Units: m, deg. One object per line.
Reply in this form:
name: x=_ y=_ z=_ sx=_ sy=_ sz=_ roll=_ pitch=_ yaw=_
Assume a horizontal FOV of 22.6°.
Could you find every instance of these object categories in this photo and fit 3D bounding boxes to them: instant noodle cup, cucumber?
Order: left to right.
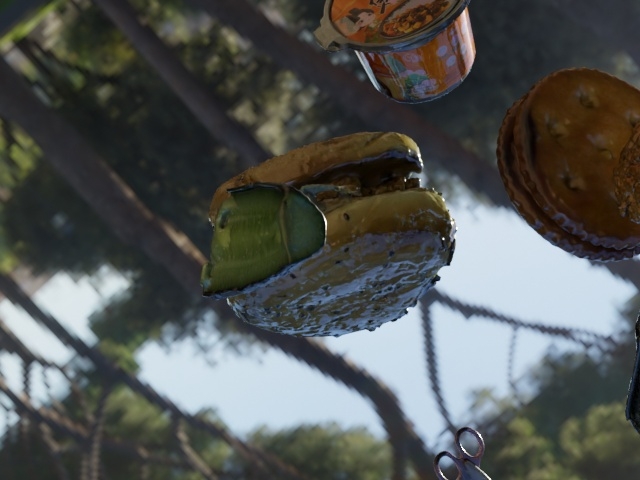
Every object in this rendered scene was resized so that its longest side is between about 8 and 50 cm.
cucumber: x=-0.056 y=0.000 z=1.691 sx=0.193 sy=0.086 sz=0.115 roll=160 pitch=-65 yaw=-65
instant noodle cup: x=0.106 y=-0.242 z=1.869 sx=0.208 sy=0.125 sz=0.177 roll=-19 pitch=-135 yaw=7

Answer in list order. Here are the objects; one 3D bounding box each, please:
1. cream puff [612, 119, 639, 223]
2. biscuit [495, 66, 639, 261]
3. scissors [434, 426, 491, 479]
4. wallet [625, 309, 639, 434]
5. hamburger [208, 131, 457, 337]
cream puff: x=0.370 y=-0.067 z=1.588 sx=0.165 sy=0.150 sz=0.115 roll=-25 pitch=166 yaw=15
biscuit: x=0.293 y=-0.082 z=1.716 sx=0.220 sy=0.220 sz=0.066 roll=-47 pitch=179 yaw=-36
scissors: x=0.226 y=0.339 z=2.220 sx=0.085 sy=0.176 sz=0.022 roll=-48 pitch=-156 yaw=-19
wallet: x=0.315 y=0.053 z=1.157 sx=0.045 sy=0.172 sz=0.318 roll=-35 pitch=141 yaw=-37
hamburger: x=0.000 y=0.000 z=2.111 sx=0.277 sy=0.195 sz=0.318 roll=-4 pitch=153 yaw=-27
